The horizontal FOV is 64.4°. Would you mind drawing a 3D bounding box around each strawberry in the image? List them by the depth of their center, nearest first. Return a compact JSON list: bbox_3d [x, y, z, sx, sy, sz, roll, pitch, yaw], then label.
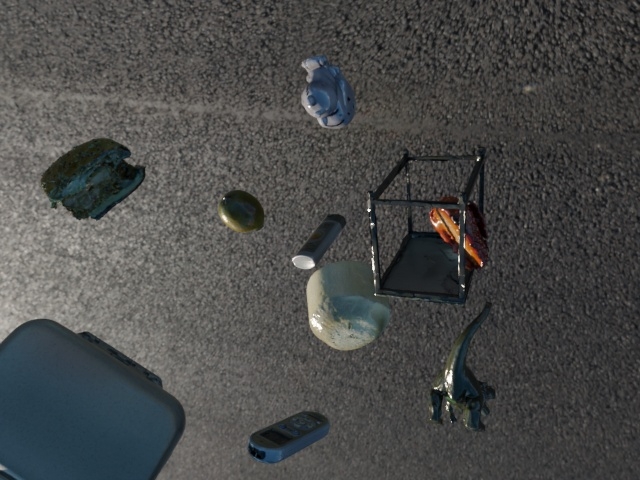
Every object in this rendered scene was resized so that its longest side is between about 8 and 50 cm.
[{"bbox_3d":[0.329,-0.021,1.163,0.188,0.082,0.121,55,165,-10],"label":"strawberry"}]

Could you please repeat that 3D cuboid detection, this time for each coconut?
[{"bbox_3d":[0.079,0.171,1.472,0.237,0.266,0.237,-3,128,-4],"label":"coconut"}]

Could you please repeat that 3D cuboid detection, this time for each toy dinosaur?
[{"bbox_3d":[0.219,0.195,0.778,0.087,0.179,0.187,2,162,24],"label":"toy dinosaur"}]

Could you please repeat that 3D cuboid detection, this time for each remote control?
[{"bbox_3d":[-0.065,0.430,1.116,0.087,0.244,0.047,16,98,33],"label":"remote control"}]

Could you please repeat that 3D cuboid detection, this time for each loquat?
[{"bbox_3d":[-0.294,-0.106,1.919,0.152,0.152,0.195,-27,129,33],"label":"loquat"}]

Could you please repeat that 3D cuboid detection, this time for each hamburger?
[{"bbox_3d":[-0.691,-0.192,1.527,0.192,0.288,0.168,41,167,37],"label":"hamburger"}]

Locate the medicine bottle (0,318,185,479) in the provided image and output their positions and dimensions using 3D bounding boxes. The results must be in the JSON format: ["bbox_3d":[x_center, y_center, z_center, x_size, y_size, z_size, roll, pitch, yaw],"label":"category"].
[{"bbox_3d":[-0.453,0.327,0.933,0.375,0.282,0.123,33,153,-2],"label":"medicine bottle"}]

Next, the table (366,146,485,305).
[{"bbox_3d":[0.277,-0.052,1.265,0.222,0.335,0.272,4,118,23],"label":"table"}]

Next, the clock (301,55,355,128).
[{"bbox_3d":[0.015,-0.284,1.061,0.080,0.117,0.176,-4,159,25],"label":"clock"}]

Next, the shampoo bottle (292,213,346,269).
[{"bbox_3d":[0.000,0.000,1.590,0.086,0.227,0.056,-4,124,36],"label":"shampoo bottle"}]
